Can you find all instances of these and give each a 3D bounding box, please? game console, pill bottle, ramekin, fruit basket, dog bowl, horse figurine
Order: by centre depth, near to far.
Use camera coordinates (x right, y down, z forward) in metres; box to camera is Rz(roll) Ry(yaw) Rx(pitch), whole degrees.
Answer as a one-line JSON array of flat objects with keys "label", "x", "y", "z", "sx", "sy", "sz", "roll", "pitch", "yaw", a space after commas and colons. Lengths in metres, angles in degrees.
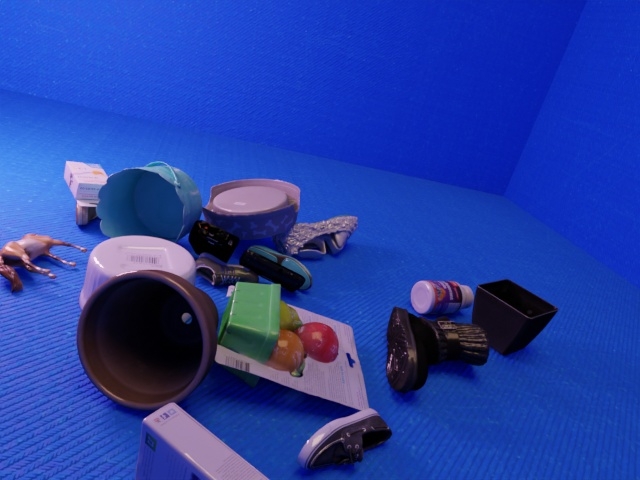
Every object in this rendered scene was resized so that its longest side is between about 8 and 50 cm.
[{"label": "fruit basket", "x": -0.068, "y": 0.248, "z": 1.152, "sx": 0.353, "sy": 0.165, "sz": 0.327, "roll": 27, "pitch": 20, "yaw": -16}, {"label": "ramekin", "x": -0.443, "y": 0.097, "z": 1.222, "sx": 0.277, "sy": 0.135, "sz": 0.277, "roll": 14, "pitch": 22, "yaw": -6}, {"label": "horse figurine", "x": -0.734, "y": 0.039, "z": 1.257, "sx": 0.175, "sy": 0.066, "sz": 0.263, "roll": 21, "pitch": 20, "yaw": -2}, {"label": "game console", "x": -0.220, "y": 0.060, "z": 1.451, "sx": 0.361, "sy": 0.044, "sz": 0.213, "roll": 28, "pitch": -24, "yaw": -10}, {"label": "pill bottle", "x": 0.404, "y": 0.187, "z": 1.614, "sx": 0.194, "sy": 0.108, "sz": 0.108, "roll": 3, "pitch": 25, "yaw": -28}, {"label": "dog bowl", "x": -0.236, "y": -0.109, "z": 1.672, "sx": 0.349, "sy": 0.102, "sz": 0.348, "roll": -2, "pitch": 25, "yaw": 1}]

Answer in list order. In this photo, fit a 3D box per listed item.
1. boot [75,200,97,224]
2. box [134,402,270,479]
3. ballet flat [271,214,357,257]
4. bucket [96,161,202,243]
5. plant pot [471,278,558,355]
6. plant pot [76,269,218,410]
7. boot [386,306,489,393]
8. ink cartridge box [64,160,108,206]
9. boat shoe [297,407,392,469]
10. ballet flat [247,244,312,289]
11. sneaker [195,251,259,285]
[{"label": "boot", "x": -0.682, "y": -0.111, "z": 1.616, "sx": 0.204, "sy": 0.095, "sz": 0.262, "roll": 11, "pitch": 20, "yaw": -17}, {"label": "box", "x": -0.114, "y": 0.389, "z": 0.625, "sx": 0.322, "sy": 0.232, "sz": 0.058, "roll": 28, "pitch": 26, "yaw": 26}, {"label": "ballet flat", "x": 0.000, "y": 0.000, "z": 1.803, "sx": 0.409, "sy": 0.147, "sz": 0.147, "roll": -10, "pitch": 33, "yaw": -41}, {"label": "bucket", "x": -0.505, "y": -0.101, "z": 1.486, "sx": 0.281, "sy": 0.281, "sz": 0.183, "roll": 18, "pitch": 16, "yaw": 4}, {"label": "plant pot", "x": 0.579, "y": 0.243, "z": 1.522, "sx": 0.187, "sy": 0.167, "sz": 0.188, "roll": -4, "pitch": 30, "yaw": -41}, {"label": "plant pot", "x": -0.318, "y": 0.180, "z": 1.011, "sx": 0.263, "sy": 0.263, "sz": 0.229, "roll": 18, "pitch": 5, "yaw": 4}, {"label": "boot", "x": 0.313, "y": 0.292, "z": 1.276, "sx": 0.260, "sy": 0.131, "sz": 0.348, "roll": 16, "pitch": 22, "yaw": 1}, {"label": "ink cartridge box", "x": -0.717, "y": -0.175, "z": 1.528, "sx": 0.104, "sy": 0.061, "sz": 0.181, "roll": -2, "pitch": 35, "yaw": -43}, {"label": "boat shoe", "x": 0.057, "y": 0.394, "z": 0.945, "sx": 0.076, "sy": 0.080, "sz": 0.229, "roll": 32, "pitch": 19, "yaw": 37}, {"label": "ballet flat", "x": -0.119, "y": 0.079, "z": 1.562, "sx": 0.247, "sy": 0.083, "sz": 0.087, "roll": 25, "pitch": 10, "yaw": 17}, {"label": "sneaker", "x": -0.282, "y": 0.105, "z": 1.421, "sx": 0.192, "sy": 0.064, "sz": 0.086, "roll": 22, "pitch": 38, "yaw": 3}]
